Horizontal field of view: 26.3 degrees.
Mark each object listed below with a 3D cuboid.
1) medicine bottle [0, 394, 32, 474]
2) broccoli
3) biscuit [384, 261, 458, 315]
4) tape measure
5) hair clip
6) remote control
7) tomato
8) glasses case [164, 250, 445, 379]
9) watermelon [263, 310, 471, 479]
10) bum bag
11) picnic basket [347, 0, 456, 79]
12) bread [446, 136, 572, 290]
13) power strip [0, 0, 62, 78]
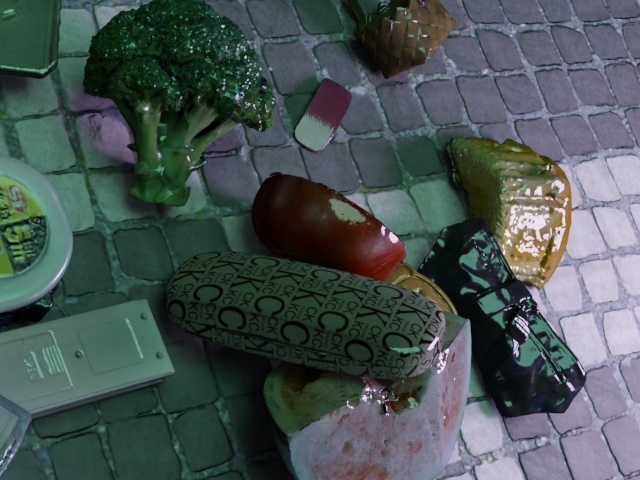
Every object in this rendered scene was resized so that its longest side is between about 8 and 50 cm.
[{"bbox_3d":[-0.472,0.197,1.365,0.290,0.245,0.245,35,53,-9],"label":"medicine bottle"},{"bbox_3d":[-0.179,-0.178,1.757,0.270,0.270,0.270,8,94,-28],"label":"broccoli"},{"bbox_3d":[0.122,0.101,1.892,0.140,0.023,0.118,37,68,6],"label":"biscuit"},{"bbox_3d":[-0.430,-0.058,1.609,0.215,0.098,0.351,-16,78,-34],"label":"tape measure"},{"bbox_3d":[0.006,-0.186,1.993,0.054,0.022,0.137,34,53,-8],"label":"hair clip"},{"bbox_3d":[-0.313,0.148,1.604,0.277,0.055,0.103,-13,73,-37],"label":"remote control"},{"bbox_3d":[0.000,0.002,1.794,0.225,0.225,0.085,31,75,-15],"label":"tomato"},{"bbox_3d":[-0.021,0.090,1.691,0.354,0.085,0.137,11,33,16],"label":"glasses case"},{"bbox_3d":[0.048,0.214,1.752,0.321,0.188,0.175,-17,31,-30],"label":"watermelon"},{"bbox_3d":[0.251,0.117,1.937,0.137,0.074,0.310,-33,83,-6],"label":"bum bag"},{"bbox_3d":[0.105,-0.350,2.069,0.178,0.128,0.138,56,47,-17],"label":"picnic basket"},{"bbox_3d":[0.297,-0.066,2.037,0.174,0.133,0.252,5,64,-28],"label":"bread"},{"bbox_3d":[-0.439,-0.293,1.750,0.213,0.064,0.198,6,64,-14],"label":"power strip"}]
